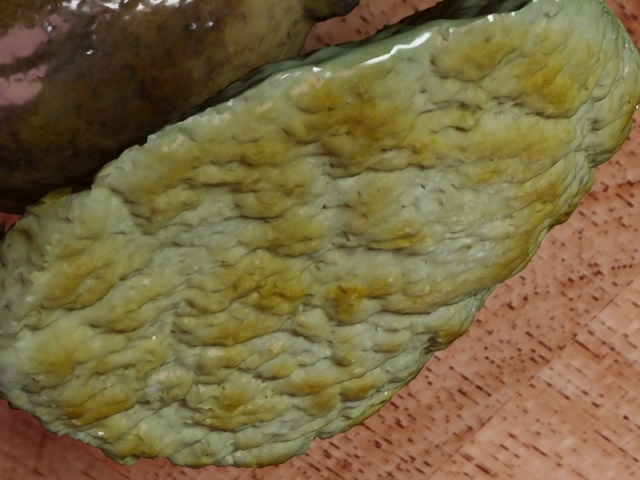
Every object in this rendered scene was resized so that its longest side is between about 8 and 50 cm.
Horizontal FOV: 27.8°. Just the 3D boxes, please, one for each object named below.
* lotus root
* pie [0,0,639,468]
[{"bbox_3d":[-0.082,-0.084,0.513,0.214,0.138,0.138,-15,116,-3],"label":"lotus root"},{"bbox_3d":[-0.002,-0.003,0.499,0.274,0.257,0.105,-33,66,17],"label":"pie"}]
